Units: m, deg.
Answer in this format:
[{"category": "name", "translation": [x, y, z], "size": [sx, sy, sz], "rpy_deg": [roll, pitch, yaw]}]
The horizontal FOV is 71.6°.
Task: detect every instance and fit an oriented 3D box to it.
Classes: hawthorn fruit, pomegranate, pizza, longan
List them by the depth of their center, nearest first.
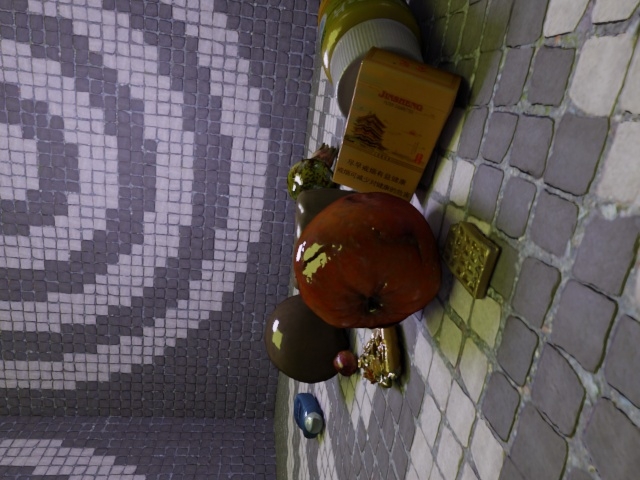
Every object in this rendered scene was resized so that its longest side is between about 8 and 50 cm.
[{"category": "hawthorn fruit", "translation": [0.095, 0.019, 0.859], "size": [0.308, 0.275, 0.276], "rpy_deg": [-74, -4, -54]}, {"category": "pizza", "translation": [0.129, 0.266, 1.036], "size": [0.226, 0.069, 0.147], "rpy_deg": [123, 148, -71]}, {"category": "hawthorn fruit", "translation": [0.075, 0.364, 1.307], "size": [0.077, 0.077, 0.077], "rpy_deg": [-175, 90, -81]}, {"category": "longan", "translation": [-0.046, 0.324, 1.461], "size": [0.297, 0.297, 0.298], "rpy_deg": [-175, 90, -81]}, {"category": "pomegranate", "translation": [-0.035, -0.277, 1.843], "size": [0.222, 0.203, 0.277], "rpy_deg": [8, 96, 62]}]

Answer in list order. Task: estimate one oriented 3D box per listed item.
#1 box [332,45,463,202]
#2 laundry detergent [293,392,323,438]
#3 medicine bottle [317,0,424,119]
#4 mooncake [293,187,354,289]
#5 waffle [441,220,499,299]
[{"category": "box", "translation": [0.137, -0.206, 0.858], "size": [0.274, 0.174, 0.076], "rpy_deg": [104, -171, -47]}, {"category": "laundry detergent", "translation": [-0.050, 0.719, 1.811], "size": [0.290, 0.094, 0.144], "rpy_deg": [145, 133, -78]}, {"category": "medicine bottle", "translation": [0.111, -0.431, 0.995], "size": [0.224, 0.224, 0.385], "rpy_deg": [105, 166, -47]}, {"category": "mooncake", "translation": [0.000, 0.000, 1.538], "size": [0.378, 0.200, 0.379], "rpy_deg": [-175, 90, -82]}, {"category": "waffle", "translation": [0.230, 0.022, 0.692], "size": [0.135, 0.021, 0.092], "rpy_deg": [-106, 21, -63]}]
